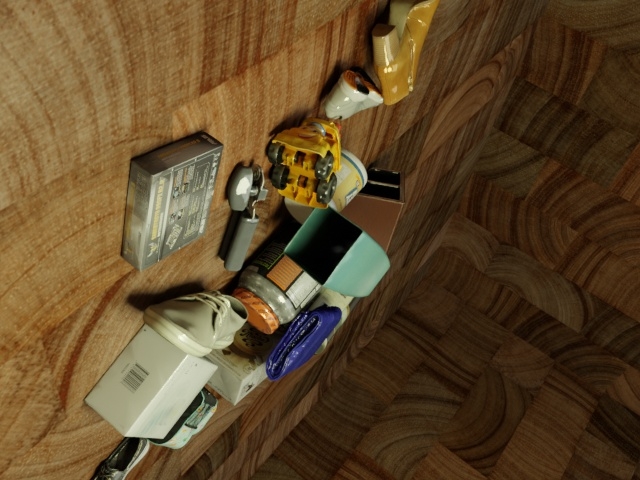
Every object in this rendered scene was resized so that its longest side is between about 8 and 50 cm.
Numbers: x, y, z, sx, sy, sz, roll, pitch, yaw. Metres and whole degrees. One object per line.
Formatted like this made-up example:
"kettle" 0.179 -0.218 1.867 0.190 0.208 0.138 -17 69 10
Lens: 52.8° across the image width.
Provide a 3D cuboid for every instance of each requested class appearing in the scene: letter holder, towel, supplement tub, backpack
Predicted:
"letter holder" 0.147 -0.091 2.184 0.301 0.215 0.151 102 -4 -48
"towel" -0.049 0.279 1.851 0.227 0.076 0.308 -52 168 6
"supplement tub" -0.090 0.092 1.775 0.316 0.194 0.193 -47 160 -24
"supplement tub" 0.014 -0.139 1.715 0.199 0.144 0.144 -48 160 -23
"backpack" -0.379 0.444 1.687 0.188 0.166 0.144 -49 152 -12

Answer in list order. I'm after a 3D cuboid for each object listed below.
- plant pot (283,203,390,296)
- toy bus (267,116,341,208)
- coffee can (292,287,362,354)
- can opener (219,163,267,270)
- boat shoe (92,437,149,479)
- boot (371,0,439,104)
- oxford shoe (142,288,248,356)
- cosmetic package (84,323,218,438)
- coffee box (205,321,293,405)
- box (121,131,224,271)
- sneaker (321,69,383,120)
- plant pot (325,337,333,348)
"plant pot" 0.062 0.043 1.647 0.165 0.166 0.234 -54 142 2
"toy bus" -0.013 -0.217 1.544 0.220 0.150 0.211 84 30 -59
"coffee can" -0.002 0.215 2.158 0.275 0.202 0.201 -48 161 -39
"can opener" -0.196 -0.053 1.488 0.095 0.076 0.283 2 127 -31
"boat shoe" -0.541 0.602 1.696 0.228 0.080 0.076 -48 154 -26
"boot" 0.222 -0.495 1.611 0.295 0.104 0.211 -51 147 -24
"oxford shoe" -0.276 0.175 1.490 0.130 0.169 0.449 -51 169 1
"cosmetic package" -0.389 0.337 1.525 0.224 0.138 0.224 -53 163 -9
"coffee box" -0.211 0.325 1.911 0.297 0.168 0.118 -35 152 -50
"box" -0.280 -0.074 1.218 0.183 0.056 0.231 -35 153 -46
"sneaker" 0.075 -0.357 1.619 0.121 0.099 0.262 -40 172 23
"plant pot" -0.061 0.346 2.328 0.165 0.167 0.166 -20 140 -63
